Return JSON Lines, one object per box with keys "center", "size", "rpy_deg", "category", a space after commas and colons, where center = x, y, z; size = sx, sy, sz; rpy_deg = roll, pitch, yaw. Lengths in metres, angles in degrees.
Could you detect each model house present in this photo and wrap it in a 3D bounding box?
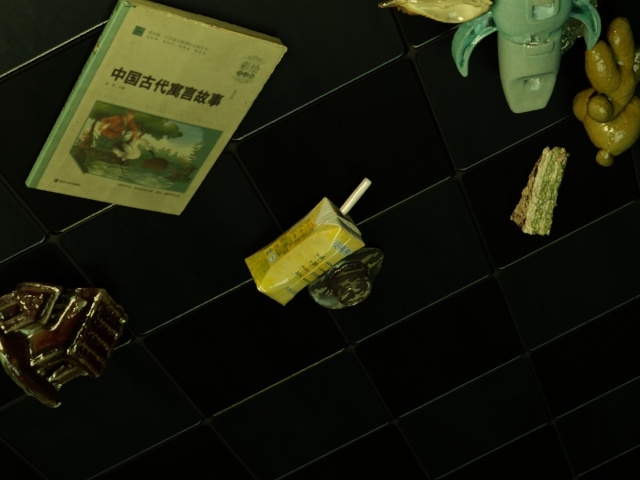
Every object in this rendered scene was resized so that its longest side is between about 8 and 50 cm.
{"center": [-0.333, 0.111, 1.620], "size": [0.152, 0.106, 0.165], "rpy_deg": [-28, 144, 5], "category": "model house"}

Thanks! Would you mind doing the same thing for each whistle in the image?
{"center": [0.251, -0.269, 1.513], "size": [0.186, 0.093, 0.274], "rpy_deg": [-12, 134, -7], "category": "whistle"}

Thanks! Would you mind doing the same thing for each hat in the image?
{"center": [0.044, 0.059, 1.802], "size": [0.121, 0.050, 0.121], "rpy_deg": [-15, 136, -15], "category": "hat"}

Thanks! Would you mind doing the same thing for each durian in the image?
{"center": [0.129, -0.297, 1.449], "size": [0.140, 0.071, 0.110], "rpy_deg": [-14, 131, 0], "category": "durian"}

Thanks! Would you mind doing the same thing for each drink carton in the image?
{"center": [0.000, 0.000, 1.700], "size": [0.200, 0.074, 0.084], "rpy_deg": [-37, 139, 15], "category": "drink carton"}

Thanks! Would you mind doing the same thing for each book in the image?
{"center": [-0.195, -0.147, 1.480], "size": [0.215, 0.025, 0.282], "rpy_deg": [10, 130, -33], "category": "book"}

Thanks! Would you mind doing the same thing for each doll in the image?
{"center": [0.375, -0.202, 1.671], "size": [0.137, 0.097, 0.209], "rpy_deg": [-55, 145, -30], "category": "doll"}

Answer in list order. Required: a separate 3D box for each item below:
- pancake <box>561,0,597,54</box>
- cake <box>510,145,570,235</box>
{"center": [0.285, -0.269, 1.595], "size": [0.116, 0.022, 0.129], "rpy_deg": [21, 123, -34], "category": "pancake"}
{"center": [0.319, -0.068, 1.808], "size": [0.051, 0.055, 0.140], "rpy_deg": [1, 131, -20], "category": "cake"}
